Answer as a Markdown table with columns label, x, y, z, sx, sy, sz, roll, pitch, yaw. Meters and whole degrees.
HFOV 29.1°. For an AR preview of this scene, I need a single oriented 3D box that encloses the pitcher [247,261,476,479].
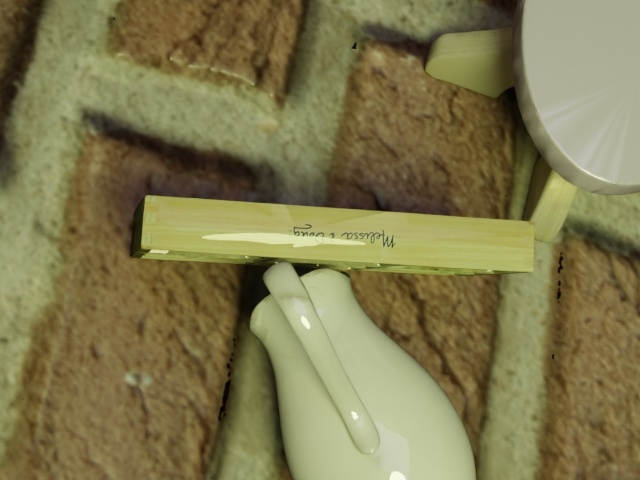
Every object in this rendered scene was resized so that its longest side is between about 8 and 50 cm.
| label | x | y | z | sx | sy | sz | roll | pitch | yaw |
| --- | --- | --- | --- | --- | --- | --- | --- | --- | --- |
| pitcher | 0.021 | 0.115 | 0.852 | 0.125 | 0.178 | 0.207 | -28 | 77 | 2 |

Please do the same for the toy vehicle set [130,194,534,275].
| label | x | y | z | sx | sy | sz | roll | pitch | yaw |
| --- | --- | --- | --- | --- | --- | --- | --- | --- | --- |
| toy vehicle set | 0.000 | 0.000 | 0.892 | 0.267 | 0.166 | 0.035 | 4 | 87 | -10 |

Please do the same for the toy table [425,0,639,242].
| label | x | y | z | sx | sy | sz | roll | pitch | yaw |
| --- | --- | --- | --- | --- | --- | --- | --- | --- | --- |
| toy table | 0.225 | -0.141 | 0.992 | 0.252 | 0.161 | 0.274 | 29 | 69 | 0 |
